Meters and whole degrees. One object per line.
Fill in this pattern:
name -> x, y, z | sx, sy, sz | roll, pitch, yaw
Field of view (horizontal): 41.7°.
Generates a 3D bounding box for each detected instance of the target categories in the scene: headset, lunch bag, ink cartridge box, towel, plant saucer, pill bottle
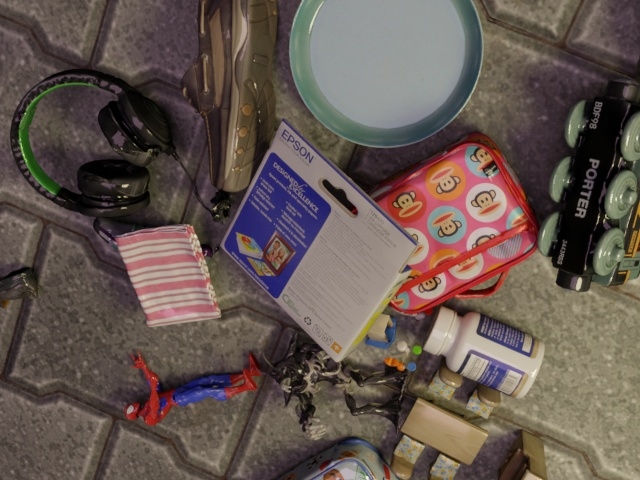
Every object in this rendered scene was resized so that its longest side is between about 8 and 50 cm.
headset -> -0.337, -0.133, 1.444 | 0.394, 0.185, 0.243 | 22, 109, -13
lunch bag -> 0.211, -0.012, 1.408 | 0.293, 0.120, 0.258 | -30, 100, 20
ink cartridge box -> 0.000, 0.000, 1.388 | 0.303, 0.072, 0.307 | 45, 129, 16
towel -> -0.271, 0.067, 1.494 | 0.144, 0.029, 0.197 | -9, 116, 11
plant saucer -> 0.107, -0.313, 1.383 | 0.318, 0.043, 0.317 | 3, 106, 11
pill bottle -> 0.277, 0.186, 1.444 | 0.187, 0.112, 0.112 | 24, 108, 5
lunch bag -> 0.024, 0.536, 1.590 | 0.303, 0.115, 0.243 | -36, 98, 17

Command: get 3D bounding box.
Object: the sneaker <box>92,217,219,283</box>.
sneaker -> -0.299, -0.005, 1.536 | 0.224, 0.083, 0.098 | 30, 98, -9

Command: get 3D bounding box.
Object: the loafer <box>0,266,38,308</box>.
loafer -> -0.629, 0.106, 1.633 | 0.170, 0.062, 0.061 | -16, 106, 16

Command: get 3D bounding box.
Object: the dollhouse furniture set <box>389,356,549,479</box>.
dollhouse furniture set -> 0.261, 0.368, 1.469 | 0.242, 0.161, 0.212 | 26, 108, 4

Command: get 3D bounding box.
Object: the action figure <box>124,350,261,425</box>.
action figure -> -0.267, 0.259, 1.585 | 0.281, 0.091, 0.139 | -24, 105, 15

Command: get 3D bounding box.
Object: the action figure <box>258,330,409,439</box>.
action figure -> 0.015, 0.259, 1.504 | 0.276, 0.141, 0.163 | 9, 108, 5

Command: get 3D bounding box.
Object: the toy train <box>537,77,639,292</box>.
toy train -> 0.451, -0.080, 1.306 | 0.142, 0.190, 0.333 | 21, 105, 43

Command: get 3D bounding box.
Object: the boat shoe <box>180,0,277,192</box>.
boat shoe -> -0.155, -0.258, 1.407 | 0.130, 0.132, 0.355 | 6, 90, 24

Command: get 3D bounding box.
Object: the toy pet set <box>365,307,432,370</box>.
toy pet set -> 0.136, 0.175, 1.481 | 0.114, 0.065, 0.122 | 10, 63, 24

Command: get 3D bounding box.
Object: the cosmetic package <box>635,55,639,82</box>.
cosmetic package -> 0.554, -0.373, 1.217 | 0.113, 0.160, 0.309 | 9, 107, 8
